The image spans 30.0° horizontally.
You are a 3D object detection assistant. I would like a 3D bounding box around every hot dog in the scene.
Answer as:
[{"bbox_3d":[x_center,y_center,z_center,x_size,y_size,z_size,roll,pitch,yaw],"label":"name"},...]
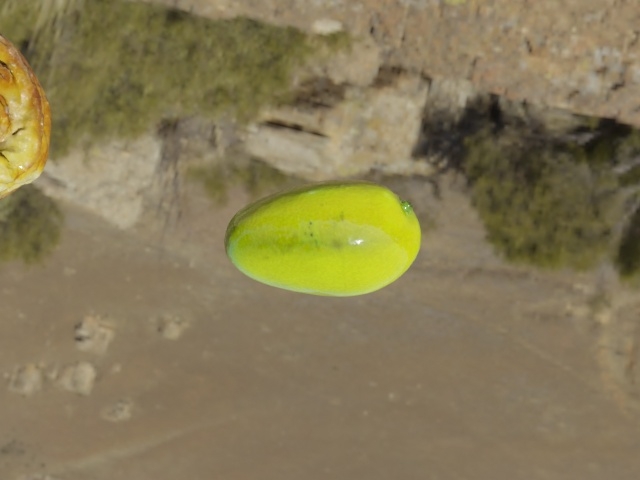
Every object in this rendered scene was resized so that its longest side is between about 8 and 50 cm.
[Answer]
[{"bbox_3d":[-0.386,-0.142,1.137,0.272,0.196,0.122,29,129,13],"label":"hot dog"}]

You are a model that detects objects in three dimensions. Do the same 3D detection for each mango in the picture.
[{"bbox_3d":[0.004,-0.003,1.649,0.273,0.149,0.185,1,156,-4],"label":"mango"}]
